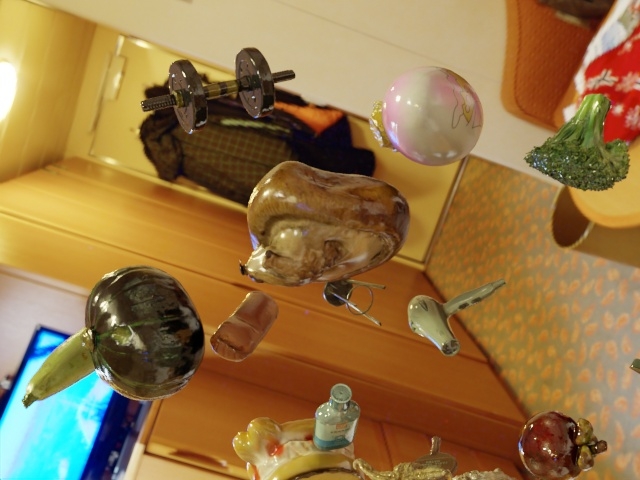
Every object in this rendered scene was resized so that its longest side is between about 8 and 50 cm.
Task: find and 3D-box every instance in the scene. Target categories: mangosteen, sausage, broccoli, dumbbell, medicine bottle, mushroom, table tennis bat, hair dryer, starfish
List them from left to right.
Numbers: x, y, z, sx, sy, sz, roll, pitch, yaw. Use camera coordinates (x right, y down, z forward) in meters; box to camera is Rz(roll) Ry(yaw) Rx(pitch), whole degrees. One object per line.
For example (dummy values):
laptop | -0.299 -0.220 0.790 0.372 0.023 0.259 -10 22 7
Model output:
dumbbell | -0.198 -0.302 1.347 0.143 0.325 0.143 46 145 46
sausage | -0.172 0.201 1.572 0.094 0.097 0.348 -59 -2 16
mushroom | 0.000 0.000 1.332 0.345 0.345 0.259 119 155 -57
medicine bottle | 0.034 0.360 1.360 0.208 0.090 0.054 95 165 -49
starfish | 0.156 0.466 1.336 0.150 0.209 0.053 -5 -82 -52
table tennis bat | 0.267 0.538 1.511 0.170 0.107 0.119 -51 -54 -68
hair dryer | 0.292 0.167 1.436 0.219 0.225 0.088 -72 -39 -61
mangosteen | 0.715 0.604 1.984 0.257 0.215 0.215 -25 39 41
broccoli | 0.532 -0.196 1.348 0.194 0.219 0.194 -163 90 -76

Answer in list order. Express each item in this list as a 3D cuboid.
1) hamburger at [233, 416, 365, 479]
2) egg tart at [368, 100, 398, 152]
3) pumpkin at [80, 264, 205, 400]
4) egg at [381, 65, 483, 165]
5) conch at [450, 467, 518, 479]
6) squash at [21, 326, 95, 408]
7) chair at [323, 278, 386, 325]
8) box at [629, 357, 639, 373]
hamburger | -0.056 0.511 1.508 0.261 0.302 0.186 -51 40 25
egg tart | 0.145 -0.254 1.540 0.049 0.129 0.129 -28 1 -9
pumpkin | -0.411 0.207 1.506 0.315 0.238 0.315 19 114 49
egg | 0.221 -0.250 1.334 0.271 0.196 0.196 40 -115 -67
conch | 0.246 0.453 1.043 0.245 0.163 0.178 17 -106 -64
squash | -0.626 0.300 1.753 0.370 0.118 0.118 -38 -17 -40
chair | 0.079 0.146 1.767 0.221 0.095 0.104 20 103 64
box | 0.808 0.319 1.596 0.031 0.091 0.126 -64 23 -5
